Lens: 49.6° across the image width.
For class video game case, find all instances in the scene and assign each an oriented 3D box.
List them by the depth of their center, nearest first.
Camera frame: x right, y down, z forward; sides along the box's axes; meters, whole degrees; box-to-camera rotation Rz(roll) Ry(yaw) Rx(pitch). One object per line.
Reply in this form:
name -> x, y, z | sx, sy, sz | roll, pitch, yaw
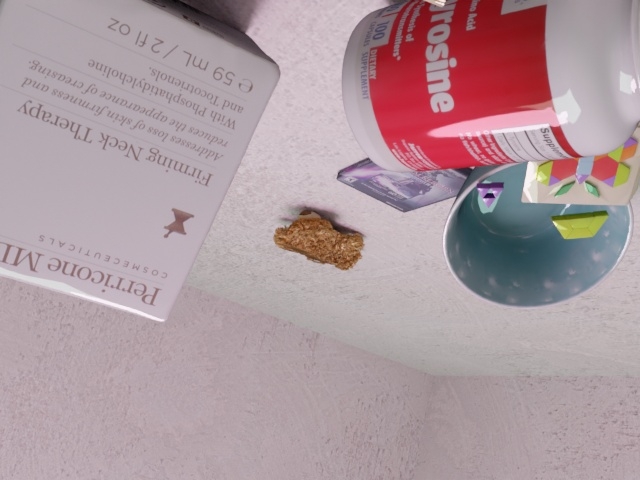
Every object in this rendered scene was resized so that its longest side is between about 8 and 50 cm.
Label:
video game case -> 0.185, -0.130, 1.459 | 0.196, 0.026, 0.274 | 24, 161, -25

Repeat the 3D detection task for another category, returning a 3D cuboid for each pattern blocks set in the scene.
pattern blocks set -> 0.400, -0.122, 1.053 | 0.324, 0.026, 0.286 | -11, 123, 11

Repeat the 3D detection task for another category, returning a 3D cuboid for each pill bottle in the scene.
pill bottle -> 0.246, -0.210, 0.848 | 0.407, 0.229, 0.229 | -1, 156, 40

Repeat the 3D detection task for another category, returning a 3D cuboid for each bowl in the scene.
bowl -> 0.364, -0.048, 1.220 | 0.311, 0.163, 0.312 | 2, 125, 2

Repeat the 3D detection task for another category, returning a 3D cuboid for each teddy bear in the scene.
teddy bear -> 0.000, 0.000, 1.894 | 0.245, 0.113, 0.338 | 10, 170, 38

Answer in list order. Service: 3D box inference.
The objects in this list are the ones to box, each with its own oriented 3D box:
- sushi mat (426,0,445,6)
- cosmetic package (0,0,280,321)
sushi mat -> -0.006, -0.340, 0.699 | 0.316, 0.019, 0.151 | 24, 163, 8
cosmetic package -> -0.304, -0.163, 0.985 | 0.329, 0.394, 0.327 | 20, -163, -23
